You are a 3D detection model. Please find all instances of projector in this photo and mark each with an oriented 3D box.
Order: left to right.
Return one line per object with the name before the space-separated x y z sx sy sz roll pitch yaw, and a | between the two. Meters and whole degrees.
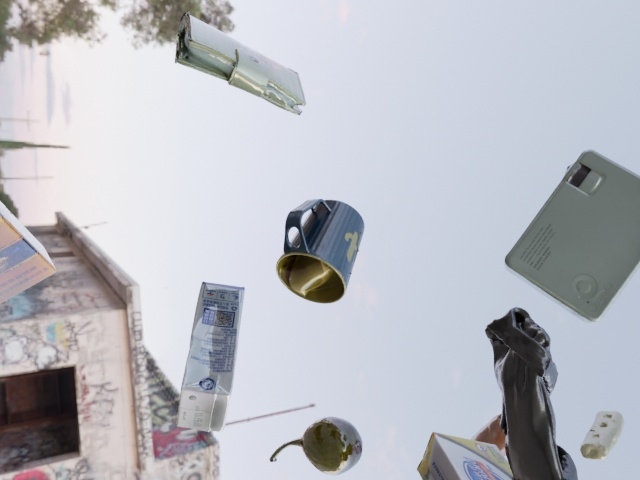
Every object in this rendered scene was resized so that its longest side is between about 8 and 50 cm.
projector | 0.475 -0.007 1.036 0.192 0.099 0.257 36 -88 18

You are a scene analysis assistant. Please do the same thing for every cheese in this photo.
cheese | 0.643 0.440 1.316 0.064 0.194 0.044 -6 -84 38

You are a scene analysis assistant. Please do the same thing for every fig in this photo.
fig | -0.019 0.457 1.284 0.236 0.124 0.124 -17 -103 32

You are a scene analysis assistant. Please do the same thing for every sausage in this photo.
sausage | 0.436 0.579 1.570 0.094 0.094 0.419 53 -31 28

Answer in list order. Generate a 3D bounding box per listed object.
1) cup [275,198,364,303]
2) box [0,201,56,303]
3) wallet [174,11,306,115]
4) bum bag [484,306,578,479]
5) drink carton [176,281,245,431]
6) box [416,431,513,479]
cup | 0.000 0.000 1.043 0.131 0.155 0.177 -2 -48 30
box | -0.563 0.026 0.969 0.070 0.152 0.237 52 -16 20
wallet | -0.180 -0.405 1.345 0.077 0.309 0.223 -57 -151 24
bum bag | 0.326 0.266 0.893 0.142 0.079 0.327 160 -75 -67
drink carton | -0.235 0.242 1.253 0.315 0.106 0.131 -91 -168 -52
box | 0.311 0.495 1.100 0.265 0.168 0.097 -120 -130 -70
